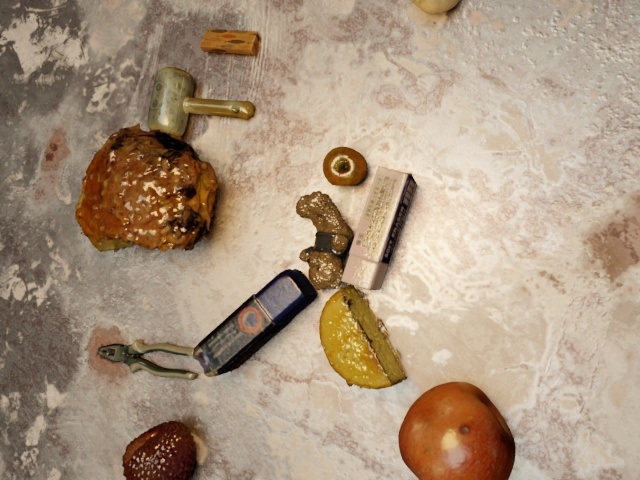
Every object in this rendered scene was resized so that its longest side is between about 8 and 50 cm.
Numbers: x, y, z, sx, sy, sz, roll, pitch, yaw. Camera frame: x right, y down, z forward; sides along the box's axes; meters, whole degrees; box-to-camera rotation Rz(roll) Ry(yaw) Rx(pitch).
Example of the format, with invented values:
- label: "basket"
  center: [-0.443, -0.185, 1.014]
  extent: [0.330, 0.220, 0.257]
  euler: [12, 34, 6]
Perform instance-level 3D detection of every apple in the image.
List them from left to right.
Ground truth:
- label: "apple"
  center: [0.063, -0.187, 1.291]
  extent: [0.114, 0.102, 0.099]
  euler: [-1, 96, 10]
- label: "apple"
  center: [0.289, 0.419, 1.068]
  extent: [0.253, 0.253, 0.254]
  euler: [-2, 83, 18]

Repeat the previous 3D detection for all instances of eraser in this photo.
- label: "eraser"
  center: [-0.162, 0.210, 1.291]
  extent: [0.332, 0.155, 0.102]
  euler: [-41, 76, 9]
- label: "eraser"
  center: [0.145, -0.024, 1.229]
  extent: [0.086, 0.130, 0.288]
  euler: [19, 91, 21]

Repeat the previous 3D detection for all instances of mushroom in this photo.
- label: "mushroom"
  center: [0.278, -0.634, 1.264]
  extent: [0.154, 0.122, 0.154]
  euler: [3, 81, -20]

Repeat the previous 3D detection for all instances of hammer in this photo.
- label: "hammer"
  center: [-0.334, -0.378, 1.447]
  extent: [0.305, 0.113, 0.202]
  euler: [9, 90, 10]

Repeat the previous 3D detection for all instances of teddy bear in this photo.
- label: "teddy bear"
  center: [0.019, -0.002, 1.274]
  extent: [0.129, 0.182, 0.252]
  euler: [-1, 81, -19]

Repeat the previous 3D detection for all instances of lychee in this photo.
- label: "lychee"
  center: [-0.409, 0.576, 1.322]
  extent: [0.188, 0.188, 0.188]
  euler: [-2, 83, 18]

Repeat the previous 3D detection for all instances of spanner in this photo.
- label: "spanner"
  center: [-0.490, 0.331, 1.441]
  extent: [0.324, 0.040, 0.096]
  euler: [4, 85, 17]

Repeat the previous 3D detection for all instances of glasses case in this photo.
- label: "glasses case"
  center: [-0.257, -0.567, 1.465]
  extent: [0.169, 0.041, 0.065]
  euler: [10, 76, 19]

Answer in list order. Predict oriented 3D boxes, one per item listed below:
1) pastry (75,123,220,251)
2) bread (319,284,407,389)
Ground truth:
- label: "pastry"
  center: [-0.450, -0.135, 1.350]
  extent: [0.404, 0.292, 0.338]
  euler: [-1, 84, 34]
- label: "bread"
  center: [0.080, 0.244, 1.208]
  extent: [0.147, 0.160, 0.261]
  euler: [-32, 81, 18]
